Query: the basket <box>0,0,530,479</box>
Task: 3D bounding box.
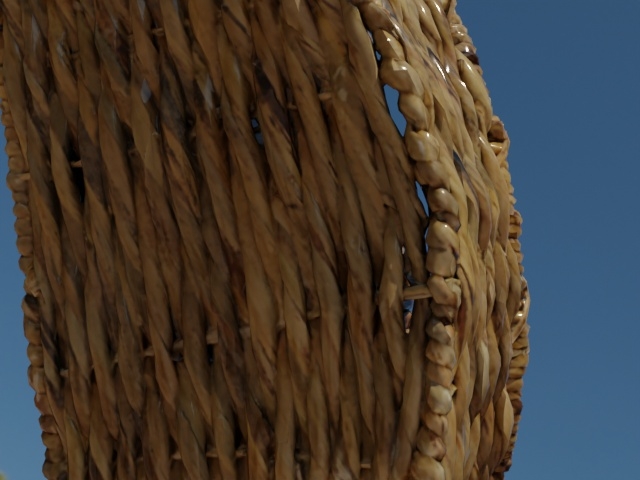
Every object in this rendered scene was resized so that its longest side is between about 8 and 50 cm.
[{"bbox_3d":[0.000,0.000,0.505,0.213,0.299,0.223,-11,-6,25],"label":"basket"}]
